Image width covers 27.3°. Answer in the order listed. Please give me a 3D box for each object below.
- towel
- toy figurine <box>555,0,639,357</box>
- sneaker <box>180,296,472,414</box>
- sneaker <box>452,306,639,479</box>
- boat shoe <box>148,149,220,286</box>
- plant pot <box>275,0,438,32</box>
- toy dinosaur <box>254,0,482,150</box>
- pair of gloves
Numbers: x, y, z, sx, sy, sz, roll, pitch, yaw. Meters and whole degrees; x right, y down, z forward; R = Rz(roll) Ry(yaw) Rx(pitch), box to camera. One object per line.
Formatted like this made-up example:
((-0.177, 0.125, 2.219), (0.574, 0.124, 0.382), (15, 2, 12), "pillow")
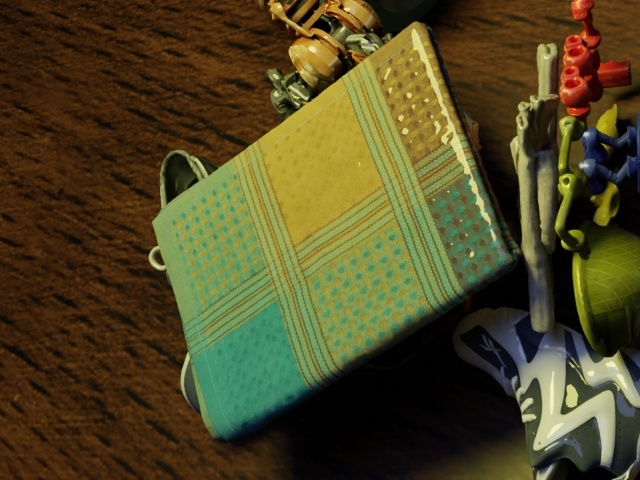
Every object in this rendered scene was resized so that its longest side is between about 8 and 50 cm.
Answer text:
((0.000, 0.000, 1.235), (0.370, 0.040, 0.271), (-34, 59, 30), "towel")
((0.328, -0.083, 1.133), (0.217, 0.191, 0.362), (-6, 42, 18), "toy figurine")
((0.001, 0.095, 1.300), (0.350, 0.131, 0.148), (-35, 23, 17), "sneaker")
((0.192, 0.156, 1.160), (0.235, 0.094, 0.153), (19, 67, 33), "sneaker")
((-0.127, 0.020, 1.489), (0.113, 0.105, 0.306), (-27, 50, 23), "boat shoe")
((0.022, -0.375, 1.522), (0.255, 0.272, 0.271), (37, 89, 31), "plant pot")
((0.029, -0.191, 1.346), (0.164, 0.218, 0.322), (-28, 86, -9), "toy dinosaur")
((0.192, -0.054, 1.179), (0.042, 0.204, 0.240), (1, 26, 10), "pair of gloves")
